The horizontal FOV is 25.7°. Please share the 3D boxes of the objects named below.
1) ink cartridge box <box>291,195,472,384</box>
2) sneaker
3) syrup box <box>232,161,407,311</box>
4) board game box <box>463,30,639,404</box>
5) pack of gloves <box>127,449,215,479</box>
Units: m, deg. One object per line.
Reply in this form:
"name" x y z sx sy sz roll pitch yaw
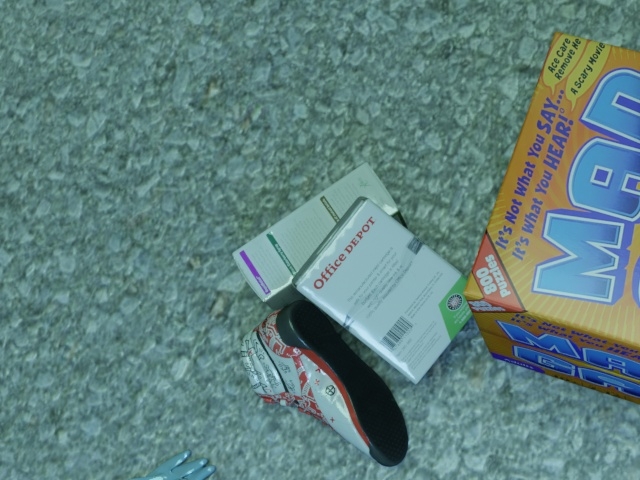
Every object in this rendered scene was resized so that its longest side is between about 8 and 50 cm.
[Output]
"ink cartridge box" 0.091 0.065 1.932 0.219 0.092 0.160 39 90 -8
"sneaker" 0.000 0.215 1.969 0.145 0.090 0.270 -31 99 44
"syrup box" 0.000 0.000 2.028 0.237 0.093 0.096 -33 69 1
"board game box" 0.424 0.003 1.791 0.357 0.356 0.356 17 78 17
"pack of gloves" -0.229 0.419 1.986 0.232 0.046 0.195 -26 57 1
